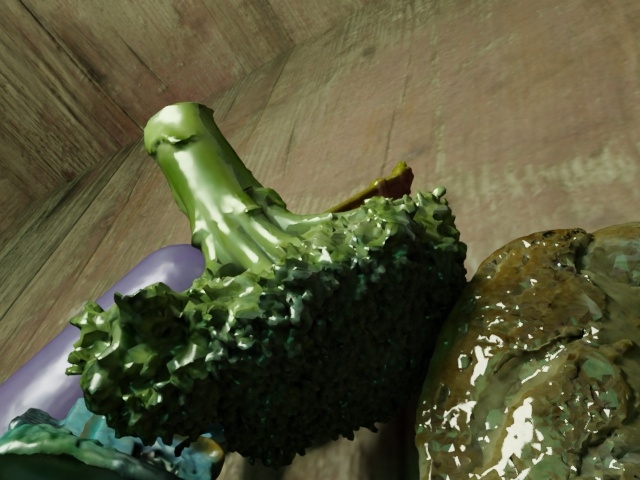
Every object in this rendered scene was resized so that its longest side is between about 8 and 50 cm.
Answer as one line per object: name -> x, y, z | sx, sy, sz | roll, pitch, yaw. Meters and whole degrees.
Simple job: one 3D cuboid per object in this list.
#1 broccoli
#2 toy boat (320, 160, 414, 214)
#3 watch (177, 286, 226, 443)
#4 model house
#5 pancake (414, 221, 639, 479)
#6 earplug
broccoli -> -0.018, 0.005, 0.533 | 0.275, 0.353, 0.397 | -50, 30, 17
toy boat -> 0.004, 0.004, 0.705 | 0.317, 0.141, 0.099 | -30, 54, 1
watch -> -0.110, 0.132, 0.596 | 0.210, 0.193, 0.211 | -29, 34, 22
model house -> -0.171, 0.241, 0.470 | 0.226, 0.261, 0.241 | -56, 14, 7
pancake -> 0.242, 0.121, 0.313 | 0.386, 0.082, 0.387 | -11, 41, 9
earplug -> -0.291, 0.189, 0.715 | 0.215, 0.215, 0.456 | 3, 46, 47
